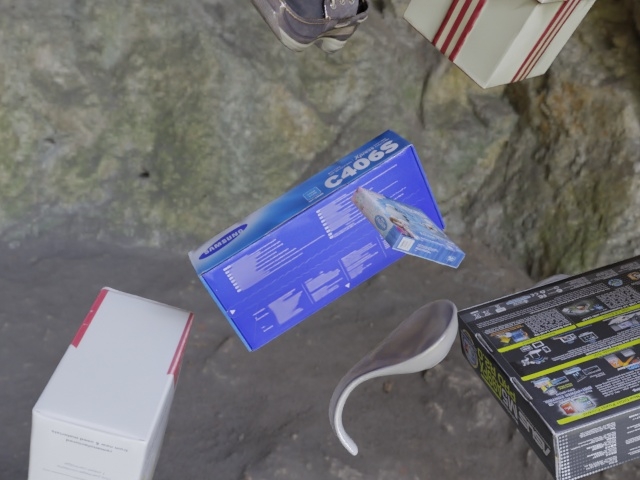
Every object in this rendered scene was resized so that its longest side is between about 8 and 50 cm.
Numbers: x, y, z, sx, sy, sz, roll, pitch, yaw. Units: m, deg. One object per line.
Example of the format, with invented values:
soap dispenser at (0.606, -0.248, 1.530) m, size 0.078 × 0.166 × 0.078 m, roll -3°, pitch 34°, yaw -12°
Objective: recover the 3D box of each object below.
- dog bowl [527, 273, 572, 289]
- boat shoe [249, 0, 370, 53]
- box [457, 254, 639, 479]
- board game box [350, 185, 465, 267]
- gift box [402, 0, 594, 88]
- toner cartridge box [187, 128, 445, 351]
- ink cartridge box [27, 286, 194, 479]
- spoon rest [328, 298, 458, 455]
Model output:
dog bowl at (0.507, 0.230, 1.409) m, size 0.349 × 0.348 × 0.102 m, roll 7°, pitch -1°, yaw -3°
boat shoe at (-0.010, -0.413, 1.297) m, size 0.132 × 0.130 × 0.355 m, roll 52°, pitch 23°, yaw 1°
box at (0.299, 0.105, 0.733) m, size 0.270 × 0.060 × 0.216 m, roll -17°, pitch 27°, yaw -7°
board game box at (0.086, -0.013, 0.747) m, size 0.090 × 0.020 × 0.090 m, roll 16°, pitch 23°, yaw -37°
gift box at (0.327, -0.431, 1.301) m, size 0.255 × 0.258 × 0.276 m, roll 44°, pitch 41°, yaw 17°
toner cartridge box at (0.000, 0.000, 1.098) m, size 0.348 × 0.165 × 0.075 m, roll -32°, pitch 34°, yaw -6°
ink cartridge box at (-0.334, 0.315, 1.182) m, size 0.161 × 0.384 × 0.279 m, roll 16°, pitch 34°, yaw -5°
spoon rest at (0.108, 0.194, 1.153) m, size 0.084 × 0.276 × 0.137 m, roll 42°, pitch -5°, yaw -16°
